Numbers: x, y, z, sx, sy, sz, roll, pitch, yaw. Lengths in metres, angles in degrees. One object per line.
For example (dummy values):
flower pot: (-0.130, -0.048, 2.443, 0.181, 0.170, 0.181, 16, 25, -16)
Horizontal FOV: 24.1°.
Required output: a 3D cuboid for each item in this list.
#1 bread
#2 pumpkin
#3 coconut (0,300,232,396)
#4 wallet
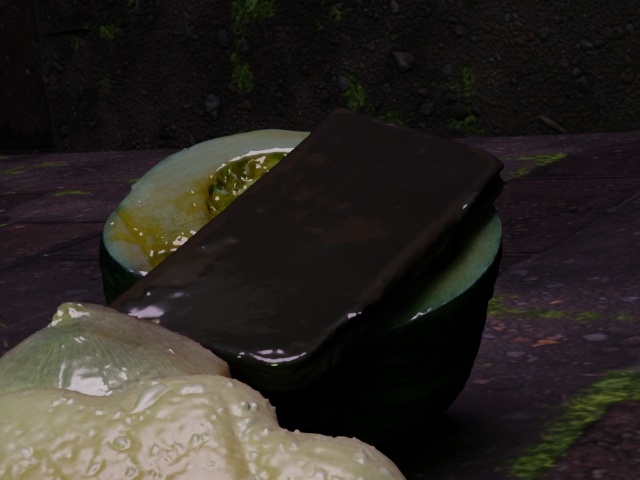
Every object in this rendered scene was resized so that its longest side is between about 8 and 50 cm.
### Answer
bread: (-0.098, 0.173, 0.706, 0.316, 0.054, 0.316, -4, 40, 3)
pumpkin: (-0.018, 0.064, 1.172, 0.293, 0.197, 0.263, 24, 41, 32)
coconut: (-0.134, 0.131, 0.912, 0.194, 0.194, 0.194, -6, 11, 1)
wallet: (0.000, 0.000, 1.062, 0.165, 0.042, 0.309, 19, 39, 26)
